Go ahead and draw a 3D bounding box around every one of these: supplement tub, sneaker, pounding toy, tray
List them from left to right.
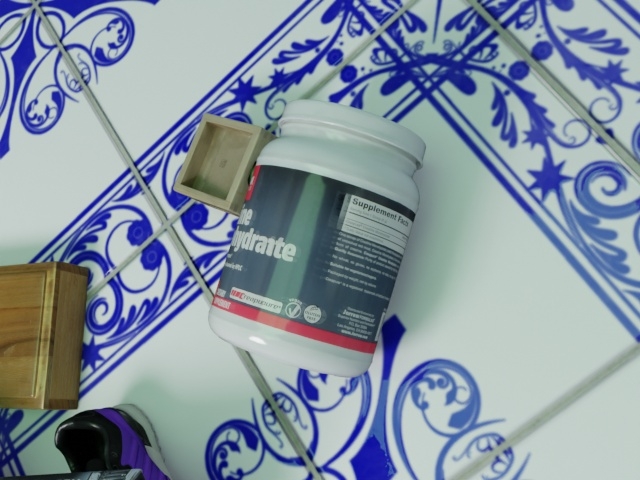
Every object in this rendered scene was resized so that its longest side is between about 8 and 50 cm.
[{"bbox_3d":[-0.540,0.147,1.137,0.411,0.076,0.202,-5,77,23],"label":"tray"},{"bbox_3d":[-0.228,0.320,0.910,0.293,0.146,0.102,43,98,27],"label":"sneaker"},{"bbox_3d":[-0.096,-0.076,0.978,0.141,0.100,0.130,20,87,38],"label":"pounding toy"},{"bbox_3d":[0.000,0.000,0.850,0.191,0.191,0.272,15,85,27],"label":"supplement tub"}]

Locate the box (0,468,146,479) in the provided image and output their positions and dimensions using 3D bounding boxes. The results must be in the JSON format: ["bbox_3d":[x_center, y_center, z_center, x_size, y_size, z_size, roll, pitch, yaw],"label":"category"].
[{"bbox_3d":[-0.260,0.405,0.857,0.242,0.076,0.307,-10,111,22],"label":"box"}]
